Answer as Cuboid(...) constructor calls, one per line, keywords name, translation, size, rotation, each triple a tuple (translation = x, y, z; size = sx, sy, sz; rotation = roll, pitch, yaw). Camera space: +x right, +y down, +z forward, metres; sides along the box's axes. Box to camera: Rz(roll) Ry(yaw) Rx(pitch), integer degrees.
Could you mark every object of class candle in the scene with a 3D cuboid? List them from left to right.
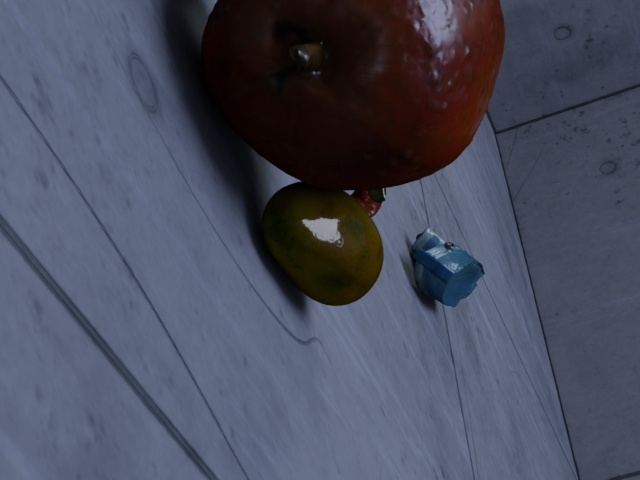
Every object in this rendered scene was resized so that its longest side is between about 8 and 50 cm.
Cuboid(name="candle", translation=(0.042, -0.041, 1.616), size=(0.048, 0.053, 0.162), rotation=(65, 15, -6))

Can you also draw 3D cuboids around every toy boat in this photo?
Cuboid(name="toy boat", translation=(0.172, 0.037, 2.032), size=(0.102, 0.088, 0.215), rotation=(40, 4, 17))

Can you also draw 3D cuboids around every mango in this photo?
Cuboid(name="mango", translation=(0.001, -0.003, 1.292), size=(0.163, 0.089, 0.111), rotation=(50, 29, -45))

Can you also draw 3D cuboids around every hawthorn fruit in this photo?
Cuboid(name="hawthorn fruit", translation=(0.026, -0.173, 1.226), size=(0.275, 0.275, 0.299), rotation=(71, 20, -6))

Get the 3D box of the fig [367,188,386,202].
Cuboid(name="fig", translation=(0.053, -0.109, 1.625), size=(0.103, 0.109, 0.155), rotation=(60, 23, -56))
